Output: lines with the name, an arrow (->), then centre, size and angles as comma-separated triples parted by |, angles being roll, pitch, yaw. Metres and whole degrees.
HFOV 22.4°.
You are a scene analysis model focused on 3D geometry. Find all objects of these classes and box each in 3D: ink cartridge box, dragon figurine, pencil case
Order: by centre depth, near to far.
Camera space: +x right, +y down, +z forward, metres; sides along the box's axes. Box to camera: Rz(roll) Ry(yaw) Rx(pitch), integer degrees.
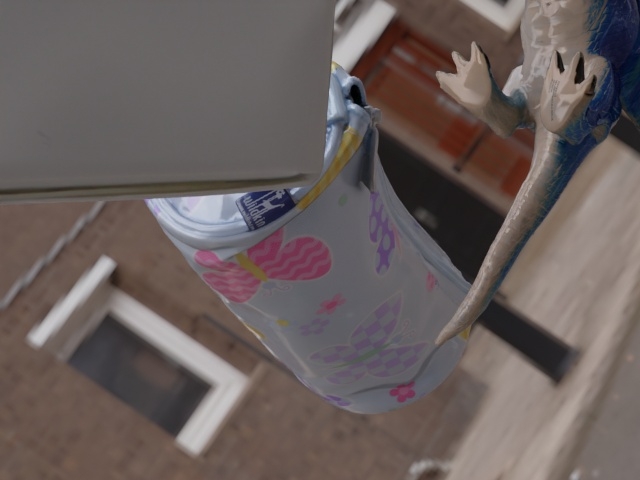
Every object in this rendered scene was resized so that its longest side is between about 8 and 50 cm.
ink cartridge box -> -0.115, -0.144, 0.495 | 0.289, 0.121, 0.211 | 25, 114, 54
dragon figurine -> 0.133, -0.082, 0.780 | 0.144, 0.085, 0.289 | 19, -106, -48
pencil case -> 0.000, 0.000, 0.892 | 0.124, 0.113, 0.273 | -32, -32, 1
